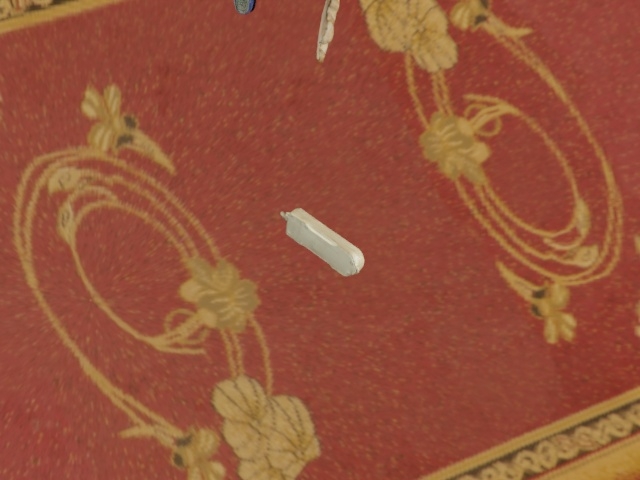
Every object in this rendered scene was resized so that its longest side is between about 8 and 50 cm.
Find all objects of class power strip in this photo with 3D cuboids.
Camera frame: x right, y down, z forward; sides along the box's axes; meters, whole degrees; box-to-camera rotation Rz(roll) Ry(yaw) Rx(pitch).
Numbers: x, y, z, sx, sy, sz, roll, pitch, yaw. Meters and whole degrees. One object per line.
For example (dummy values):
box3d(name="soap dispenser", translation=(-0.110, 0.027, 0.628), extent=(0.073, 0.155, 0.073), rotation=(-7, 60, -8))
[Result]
box3d(name="power strip", translation=(0.000, 0.000, 1.735), extent=(0.030, 0.191, 0.048), rotation=(-23, 137, -40))

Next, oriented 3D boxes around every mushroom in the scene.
box3d(name="mushroom", translation=(0.010, -0.301, 1.508), extent=(0.019, 0.049, 0.101), rotation=(10, 115, -9))

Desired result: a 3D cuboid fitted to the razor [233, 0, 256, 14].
box3d(name="razor", translation=(-0.113, -0.526, 1.842), extent=(0.093, 0.324, 0.056), rotation=(28, 41, 10))
